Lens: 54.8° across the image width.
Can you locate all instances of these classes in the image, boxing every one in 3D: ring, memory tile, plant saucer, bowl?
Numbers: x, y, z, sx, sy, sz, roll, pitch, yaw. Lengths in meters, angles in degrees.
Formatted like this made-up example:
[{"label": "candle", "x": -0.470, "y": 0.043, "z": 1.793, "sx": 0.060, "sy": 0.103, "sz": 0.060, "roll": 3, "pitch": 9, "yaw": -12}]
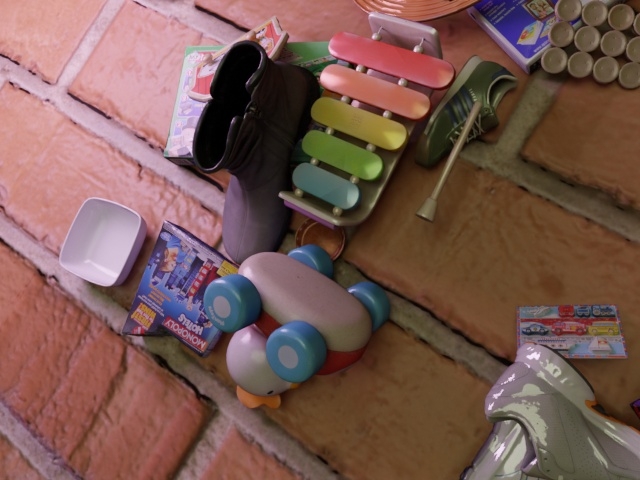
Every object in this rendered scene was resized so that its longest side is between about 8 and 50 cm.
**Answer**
[{"label": "ring", "x": 0.196, "y": -0.478, "z": 0.987, "sx": 0.336, "sy": 0.032, "sz": 0.337, "roll": -13, "pitch": 61, "yaw": 24}, {"label": "memory tile", "x": 0.398, "y": -0.283, "z": 0.879, "sx": 0.148, "sy": 0.012, "sz": 0.113, "roll": 13, "pitch": 96, "yaw": 5}, {"label": "plant saucer", "x": 0.000, "y": 0.000, "z": 0.975, "sx": 0.083, "sy": 0.013, "sz": 0.084, "roll": -4, "pitch": 75, "yaw": 17}, {"label": "bowl", "x": -0.372, "y": 0.005, "z": 1.081, "sx": 0.142, "sy": 0.053, "sz": 0.142, "roll": 19, "pitch": 84, "yaw": 22}]

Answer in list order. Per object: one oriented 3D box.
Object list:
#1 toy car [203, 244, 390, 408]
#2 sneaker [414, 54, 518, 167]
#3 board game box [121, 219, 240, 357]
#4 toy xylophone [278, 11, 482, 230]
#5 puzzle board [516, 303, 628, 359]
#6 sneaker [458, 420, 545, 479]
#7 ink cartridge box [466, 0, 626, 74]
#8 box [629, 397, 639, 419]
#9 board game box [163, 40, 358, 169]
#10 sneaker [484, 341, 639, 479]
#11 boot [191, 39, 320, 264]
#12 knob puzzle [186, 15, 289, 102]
[{"label": "toy car", "x": -0.052, "y": 0.158, "z": 0.883, "sx": 0.210, "sy": 0.219, "sz": 0.238, "roll": 33, "pitch": 118, "yaw": 22}, {"label": "sneaker", "x": 0.221, "y": -0.183, "z": 0.916, "sx": 0.086, "sy": 0.064, "sz": 0.192, "roll": 29, "pitch": 84, "yaw": 28}, {"label": "board game box", "x": -0.223, "y": 0.098, "z": 1.002, "sx": 0.194, "sy": 0.060, "sz": 0.194, "roll": 32, "pitch": 89, "yaw": 23}, {"label": "toy xylophone", "x": 0.089, "y": -0.159, "z": 0.886, "sx": 0.236, "sy": 0.081, "sz": 0.323, "roll": 18, "pitch": 87, "yaw": 28}, {"label": "puzzle board", "x": 0.322, "y": 0.116, "z": 0.802, "sx": 0.128, "sy": 0.011, "sz": 0.096, "roll": -4, "pitch": 34, "yaw": 19}, {"label": "sneaker", "x": 0.245, "y": 0.300, "z": 0.766, "sx": 0.129, "sy": 0.111, "sz": 0.297, "roll": 29, "pitch": 88, "yaw": 18}, {"label": "ink cartridge box", "x": 0.334, "y": -0.390, "z": 0.941, "sx": 0.206, "sy": 0.045, "sz": 0.208, "roll": -37, "pitch": 69, "yaw": 8}, {"label": "box", "x": 0.449, "y": 0.291, "z": 0.644, "sx": 0.057, "sy": 0.201, "sz": 0.293, "roll": -32, "pitch": 68, "yaw": 9}, {"label": "board game box", "x": -0.102, "y": -0.230, "z": 1.052, "sx": 0.317, "sy": 0.046, "sz": 0.214, "roll": 5, "pitch": 78, "yaw": 20}, {"label": "sneaker", "x": 0.295, "y": 0.246, "z": 0.695, "sx": 0.121, "sy": 0.099, "sz": 0.262, "roll": -43, "pitch": 73, "yaw": -9}, {"label": "boot", "x": -0.117, "y": -0.108, "z": 0.892, "sx": 0.118, "sy": 0.222, "sz": 0.338, "roll": 17, "pitch": 103, "yaw": 17}, {"label": "knob puzzle", "x": -0.138, "y": -0.286, "z": 0.984, "sx": 0.213, "sy": 0.030, "sz": 0.213, "roll": -21, "pitch": 39, "yaw": 19}]
